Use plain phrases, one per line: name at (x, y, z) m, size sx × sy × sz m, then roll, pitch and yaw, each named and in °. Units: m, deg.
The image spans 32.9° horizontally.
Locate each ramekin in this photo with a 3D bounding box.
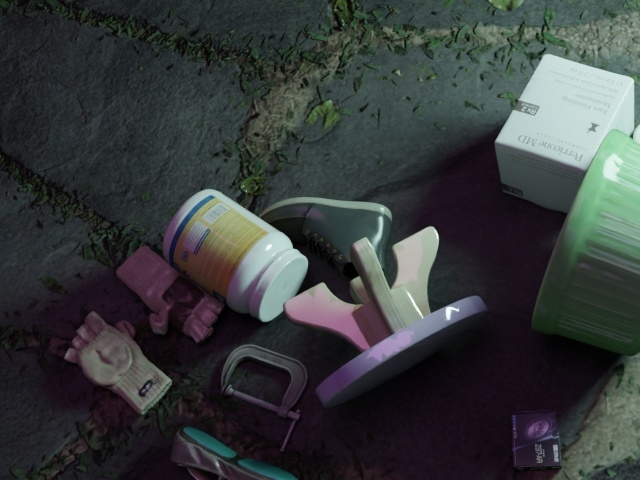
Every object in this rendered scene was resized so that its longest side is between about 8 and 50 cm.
ramekin at (0.419, 0.012, 1.503) m, size 0.148 × 0.303 × 0.303 m, roll 23°, pitch 68°, yaw 17°

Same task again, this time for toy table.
toy table at (0.087, 0.105, 1.575) m, size 0.274 × 0.252 × 0.161 m, roll -24°, pitch 72°, yaw -18°

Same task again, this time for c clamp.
c clamp at (-0.090, 0.230, 1.663) m, size 0.160 × 0.022 × 0.137 m, roll 22°, pitch 68°, yaw 24°

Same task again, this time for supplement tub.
supplement tub at (-0.134, 0.025, 1.715) m, size 0.199 × 0.144 × 0.144 m, roll 33°, pitch 73°, yaw 21°

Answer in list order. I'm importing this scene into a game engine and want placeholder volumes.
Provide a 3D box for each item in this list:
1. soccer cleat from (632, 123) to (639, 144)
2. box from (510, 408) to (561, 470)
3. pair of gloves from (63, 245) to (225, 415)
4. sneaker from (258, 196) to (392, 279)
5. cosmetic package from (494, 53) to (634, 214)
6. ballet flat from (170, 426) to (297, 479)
soccer cleat at (0.506, -0.107, 1.684) m, size 0.068 × 0.076 × 0.196 m, roll 21°, pitch 46°, yaw -12°
box at (0.304, 0.282, 1.532) m, size 0.067 × 0.018 × 0.083 m, roll -4°, pitch 59°, yaw 13°
pair of gloves at (-0.281, 0.142, 1.754) m, size 0.204 × 0.042 × 0.240 m, roll 29°, pitch 73°, yaw 23°
sneaker at (0.000, 0.000, 1.733) m, size 0.222 × 0.083 × 0.118 m, roll -2°, pitch 53°, yaw 12°
cosmetic package at (0.383, -0.160, 1.691) m, size 0.151 × 0.151 × 0.184 m, roll 21°, pitch 68°, yaw 26°
ballet flat at (-0.128, 0.342, 1.592) m, size 0.213 × 0.072 × 0.068 m, roll 20°, pitch 95°, yaw 25°
